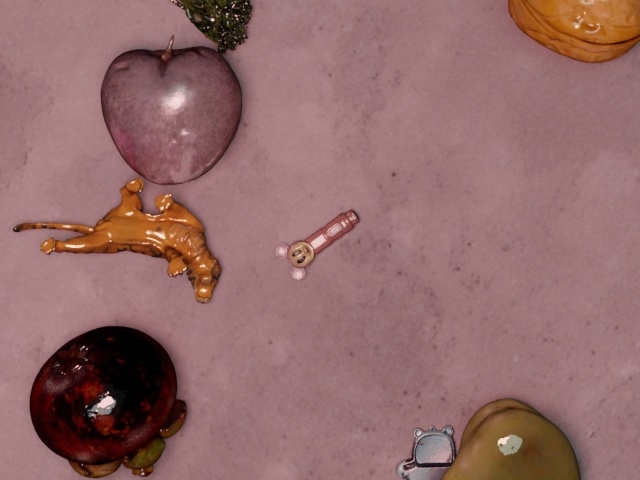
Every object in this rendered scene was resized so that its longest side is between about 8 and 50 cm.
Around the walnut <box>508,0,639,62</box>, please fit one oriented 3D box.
[{"bbox_3d":[0.310,-0.284,1.646,0.180,0.144,0.144,16,92,-1],"label":"walnut"}]

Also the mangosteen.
[{"bbox_3d":[-0.250,0.202,1.669,0.200,0.200,0.199,0,92,1],"label":"mangosteen"}]

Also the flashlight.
[{"bbox_3d":[0.000,0.000,1.714,0.110,0.031,0.052,-36,91,2],"label":"flashlight"}]

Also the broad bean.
[{"bbox_3d":[0.224,0.323,1.687,0.189,0.121,0.263,13,103,-15],"label":"broad bean"}]

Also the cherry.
[{"bbox_3d":[-0.173,-0.156,1.659,0.176,0.140,0.176,0,101,1],"label":"cherry"}]

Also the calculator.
[{"bbox_3d":[0.141,0.301,1.730,0.094,0.019,0.141,-1,91,1],"label":"calculator"}]

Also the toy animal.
[{"bbox_3d":[-0.246,-0.009,1.698,0.255,0.116,0.114,11,74,7],"label":"toy animal"}]

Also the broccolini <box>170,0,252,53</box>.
[{"bbox_3d":[-0.167,-0.309,1.709,0.201,0.058,0.074,37,78,15],"label":"broccolini"}]
